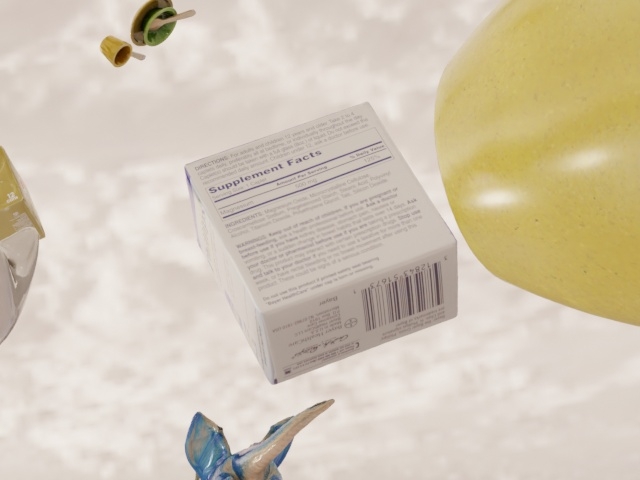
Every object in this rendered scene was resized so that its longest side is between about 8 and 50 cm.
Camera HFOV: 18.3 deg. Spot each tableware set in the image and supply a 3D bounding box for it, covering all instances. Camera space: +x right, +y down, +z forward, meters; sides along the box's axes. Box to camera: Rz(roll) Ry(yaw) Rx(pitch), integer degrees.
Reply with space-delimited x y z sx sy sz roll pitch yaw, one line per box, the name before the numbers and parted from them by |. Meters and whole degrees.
tableware set | -0.128 -0.208 1.600 0.154 0.024 0.104 -58 155 12

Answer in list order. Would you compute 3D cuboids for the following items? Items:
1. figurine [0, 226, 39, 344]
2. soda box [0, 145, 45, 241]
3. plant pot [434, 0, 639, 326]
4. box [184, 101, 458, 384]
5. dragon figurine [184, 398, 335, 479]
figurine | -0.212 0.092 0.923 0.209 0.092 0.215 -57 179 18
soda box | -0.310 -0.001 1.530 0.181 0.061 0.058 -25 146 -3
plant pot | 0.088 -0.031 0.547 0.095 0.134 0.134 -12 167 30
box | 0.000 0.000 1.205 0.126 0.137 0.072 -20 139 -11
dragon figurine | -0.059 0.180 1.499 0.085 0.144 0.289 3 133 -11
